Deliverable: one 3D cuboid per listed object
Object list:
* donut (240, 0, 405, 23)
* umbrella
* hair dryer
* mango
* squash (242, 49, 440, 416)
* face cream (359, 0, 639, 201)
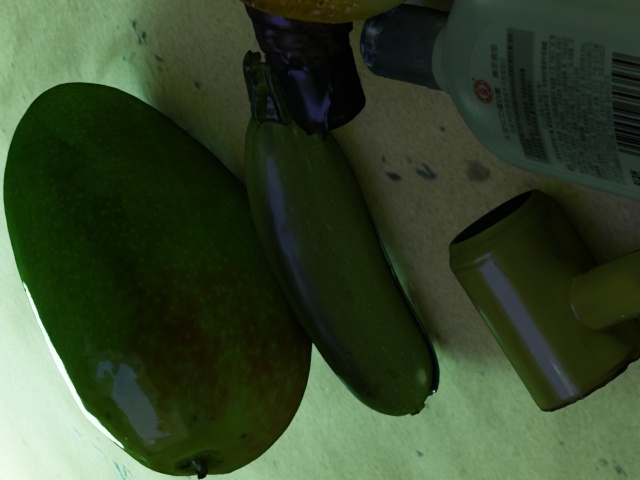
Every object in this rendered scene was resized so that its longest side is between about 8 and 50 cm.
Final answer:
[{"bbox_3d":[-0.004,-0.214,1.161,0.190,0.075,0.174,24,118,-1],"label":"donut"},{"bbox_3d":[-0.031,-0.221,1.255,0.094,0.090,0.326,17,132,52],"label":"umbrella"},{"bbox_3d":[0.206,0.014,1.207,0.278,0.090,0.135,-26,98,53],"label":"hair dryer"},{"bbox_3d":[-0.139,0.021,1.554,0.382,0.225,0.201,62,151,22],"label":"mango"},{"bbox_3d":[0.000,0.000,1.457,0.094,0.094,0.341,7,130,51],"label":"squash"},{"bbox_3d":[0.144,-0.102,1.161,0.291,0.071,0.144,17,128,44],"label":"face cream"}]
